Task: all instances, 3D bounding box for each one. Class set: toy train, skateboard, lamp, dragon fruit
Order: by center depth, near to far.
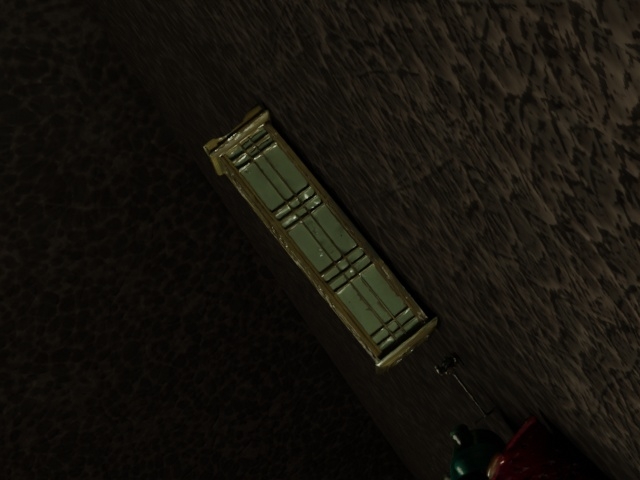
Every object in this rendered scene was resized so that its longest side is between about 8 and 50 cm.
[{"bbox_3d":[0.259,0.322,1.397,0.211,0.134,0.262,50,177,-36],"label":"dragon fruit"},{"bbox_3d":[0.200,0.304,1.608,0.194,0.120,0.298,54,-169,-9],"label":"toy train"},{"bbox_3d":[0.000,0.000,1.686,0.325,0.089,0.090,50,175,11],"label":"lamp"},{"bbox_3d":[0.168,0.170,1.726,0.083,0.032,0.064,54,-175,4],"label":"skateboard"}]

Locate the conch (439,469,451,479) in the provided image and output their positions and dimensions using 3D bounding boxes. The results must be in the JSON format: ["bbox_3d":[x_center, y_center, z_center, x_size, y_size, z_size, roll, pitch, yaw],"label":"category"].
[{"bbox_3d":[0.240,0.388,1.894,0.313,0.186,0.241,-112,13,-66],"label":"conch"}]
